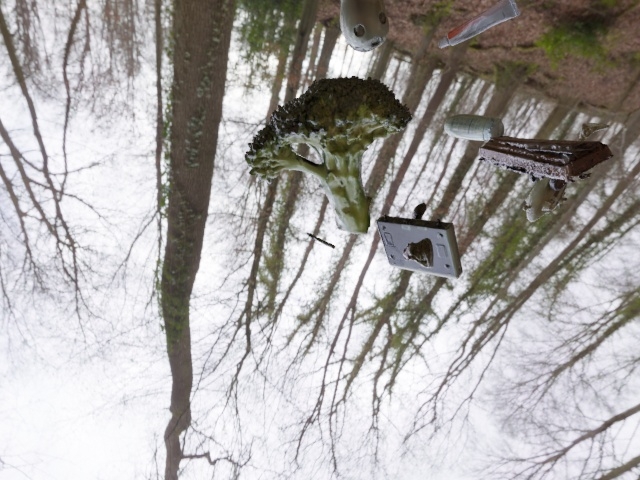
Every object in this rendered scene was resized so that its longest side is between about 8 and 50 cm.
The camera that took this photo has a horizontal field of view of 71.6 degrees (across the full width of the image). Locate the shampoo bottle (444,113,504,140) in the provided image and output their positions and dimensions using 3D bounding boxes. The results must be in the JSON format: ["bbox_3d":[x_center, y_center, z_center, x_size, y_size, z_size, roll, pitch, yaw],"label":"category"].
[{"bbox_3d":[0.439,-0.326,1.282,0.049,0.072,0.212,13,-166,-25],"label":"shampoo bottle"}]

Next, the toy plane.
[{"bbox_3d":[0.611,-0.173,1.121,0.108,0.287,0.092,20,-168,-24],"label":"toy plane"}]

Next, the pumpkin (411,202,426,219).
[{"bbox_3d":[0.322,-0.089,1.480,0.028,0.083,0.050,10,-163,-18],"label":"pumpkin"}]

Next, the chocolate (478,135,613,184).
[{"bbox_3d":[0.431,-0.178,0.896,0.102,0.065,0.329,-22,-162,-2],"label":"chocolate"}]

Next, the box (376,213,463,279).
[{"bbox_3d":[0.310,0.015,1.416,0.270,0.211,0.045,12,-139,44],"label":"box"}]

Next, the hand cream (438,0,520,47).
[{"bbox_3d":[0.422,-0.587,1.208,0.052,0.216,0.038,14,-114,-48],"label":"hand cream"}]

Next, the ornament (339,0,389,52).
[{"bbox_3d":[0.056,-0.364,0.659,0.081,0.156,0.074,-32,-159,-24],"label":"ornament"}]

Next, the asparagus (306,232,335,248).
[{"bbox_3d":[0.000,0.000,1.224,0.014,0.015,0.114,-38,-140,-25],"label":"asparagus"}]

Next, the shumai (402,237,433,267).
[{"bbox_3d":[0.270,0.038,1.231,0.080,0.083,0.082,-7,-178,23],"label":"shumai"}]

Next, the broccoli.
[{"bbox_3d":[0.074,-0.212,1.076,0.397,0.353,0.275,43,-137,-22],"label":"broccoli"}]
